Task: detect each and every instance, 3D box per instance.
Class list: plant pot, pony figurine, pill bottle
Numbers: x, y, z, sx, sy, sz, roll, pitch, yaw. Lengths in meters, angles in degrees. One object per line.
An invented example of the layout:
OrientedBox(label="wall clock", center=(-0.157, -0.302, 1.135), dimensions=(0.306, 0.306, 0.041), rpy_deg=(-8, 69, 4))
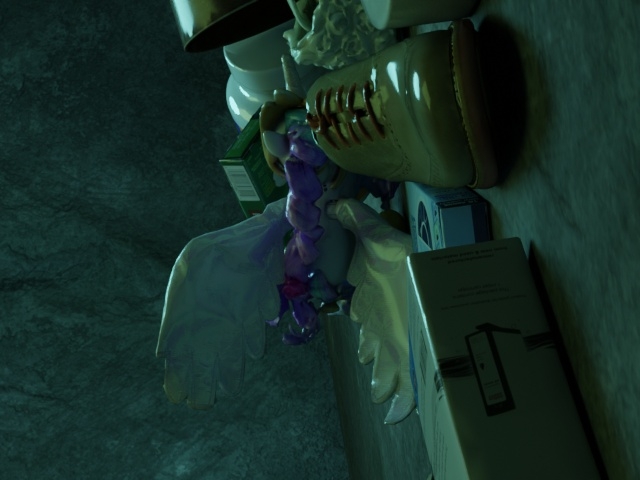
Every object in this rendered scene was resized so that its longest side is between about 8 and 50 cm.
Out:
OrientedBox(label="plant pot", center=(-0.097, -0.355, 1.498), dimensions=(0.215, 0.215, 0.230), rpy_deg=(151, 95, -86))
OrientedBox(label="pony figurine", center=(0.000, 0.000, 1.423), dimensions=(0.363, 0.303, 0.351), rpy_deg=(0, -90, -78))
OrientedBox(label="pill bottle", center=(-0.029, -0.156, 1.703), dimensions=(0.272, 0.152, 0.152), rpy_deg=(67, -171, -50))

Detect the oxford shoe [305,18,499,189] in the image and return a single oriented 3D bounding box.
OrientedBox(label="oxford shoe", center=(0.056, -0.089, 1.048), dimensions=(0.348, 0.130, 0.123), rpy_deg=(150, 112, -86))

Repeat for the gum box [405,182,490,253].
OrientedBox(label="gum box", center=(0.112, 0.031, 1.162), dimensions=(0.184, 0.041, 0.157), rpy_deg=(-119, 21, -77))

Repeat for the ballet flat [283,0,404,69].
OrientedBox(label="ballet flat", center=(0.003, -0.347, 1.301), dimensions=(0.147, 0.147, 0.409), rpy_deg=(-106, 9, -65))

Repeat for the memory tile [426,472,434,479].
OrientedBox(label="memory tile", center=(0.106, 0.348, 1.580), dimensions=(0.113, 0.012, 0.148), rpy_deg=(-68, -1, -80))

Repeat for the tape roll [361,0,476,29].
OrientedBox(label="tape roll", center=(0.051, -0.351, 1.016), dimensions=(0.392, 0.072, 0.392), rpy_deg=(171, 90, -87))

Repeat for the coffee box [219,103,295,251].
OrientedBox(label="coffee box", center=(-0.046, -0.054, 1.600), dimensions=(0.113, 0.040, 0.184), rpy_deg=(-58, -45, -39))

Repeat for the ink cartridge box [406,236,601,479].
OrientedBox(label="ink cartridge box", center=(0.118, 0.124, 0.927), dimensions=(0.148, 0.086, 0.203), rpy_deg=(85, 174, -51))
